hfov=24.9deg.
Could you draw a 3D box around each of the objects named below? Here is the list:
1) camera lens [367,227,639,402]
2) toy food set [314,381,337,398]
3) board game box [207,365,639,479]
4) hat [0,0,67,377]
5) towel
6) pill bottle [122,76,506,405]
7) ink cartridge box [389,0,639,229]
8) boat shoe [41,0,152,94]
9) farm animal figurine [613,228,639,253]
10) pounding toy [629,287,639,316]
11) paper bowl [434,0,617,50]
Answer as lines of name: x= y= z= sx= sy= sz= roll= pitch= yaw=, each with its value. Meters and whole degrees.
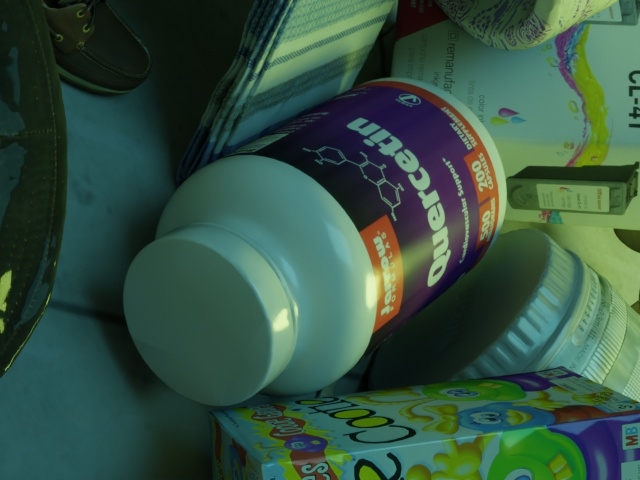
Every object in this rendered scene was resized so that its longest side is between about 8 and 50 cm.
camera lens: x=0.203 y=0.153 z=1.223 sx=0.274 sy=0.219 sz=0.219 roll=46 pitch=43 yaw=-16
toy food set: x=0.026 y=0.205 z=1.136 sx=0.218 sy=0.071 sz=0.128 roll=57 pitch=15 yaw=-19
board game box: x=0.075 y=0.184 z=0.997 sx=0.275 sy=0.142 sz=0.144 roll=-5 pitch=99 yaw=-17
hat: x=-0.292 y=-0.056 z=0.807 sx=0.331 sy=0.134 sz=0.331 roll=1 pitch=89 yaw=-44
towel: x=-0.002 y=-0.168 z=1.121 sx=0.034 sy=0.285 sz=0.209 roll=38 pitch=36 yaw=15
pill bottle: x=0.000 y=0.000 z=1.094 sx=0.323 sy=0.181 sz=0.182 roll=-35 pitch=101 yaw=-52
ink cartridge box: x=0.217 y=-0.137 z=1.317 sx=0.131 sy=0.306 sz=0.226 roll=83 pitch=12 yaw=-55
boat shoe: x=-0.185 y=-0.167 z=1.044 sx=0.178 sy=0.060 sz=0.064 roll=37 pitch=48 yaw=-35
farm animal figurine: x=0.357 y=-0.085 z=1.510 sx=0.327 sy=0.330 sz=0.172 roll=-62 pitch=160 yaw=-55
pounding toy: x=0.360 y=0.077 z=1.530 sx=0.269 sy=0.154 sz=0.154 roll=71 pitch=35 yaw=-55
paper bowl: x=0.162 y=-0.312 z=1.188 sx=0.148 sy=0.284 sz=0.284 roll=-29 pitch=98 yaw=-15
